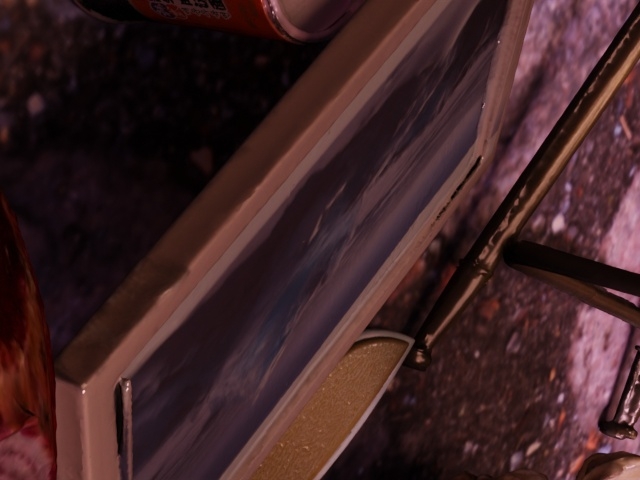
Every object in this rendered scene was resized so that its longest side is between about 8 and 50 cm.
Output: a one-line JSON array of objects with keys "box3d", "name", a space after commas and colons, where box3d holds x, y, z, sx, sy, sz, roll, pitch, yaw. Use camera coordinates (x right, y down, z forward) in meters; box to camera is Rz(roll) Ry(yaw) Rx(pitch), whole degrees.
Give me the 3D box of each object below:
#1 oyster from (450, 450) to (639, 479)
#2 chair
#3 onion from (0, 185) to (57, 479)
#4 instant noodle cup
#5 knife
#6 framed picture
[{"box3d": [0.147, 0.219, 1.295, 0.351, 0.238, 0.114, 47, 43, -70], "name": "oyster"}, {"box3d": [0.345, -0.029, 1.298, 0.362, 0.365, 0.410, 23, 85, -53], "name": "chair"}, {"box3d": [-0.233, 0.081, 0.693, 0.260, 0.282, 0.336, 59, 49, -70], "name": "onion"}, {"box3d": [-0.046, -0.152, 0.911, 0.127, 0.136, 0.127, -25, 126, -41], "name": "instant noodle cup"}, {"box3d": [-0.052, 0.162, 1.151, 0.343, 0.027, 0.061, -45, 112, -29], "name": "knife"}, {"box3d": [0.000, 0.000, 0.993, 0.446, 0.028, 0.326, -52, 164, -30], "name": "framed picture"}]
